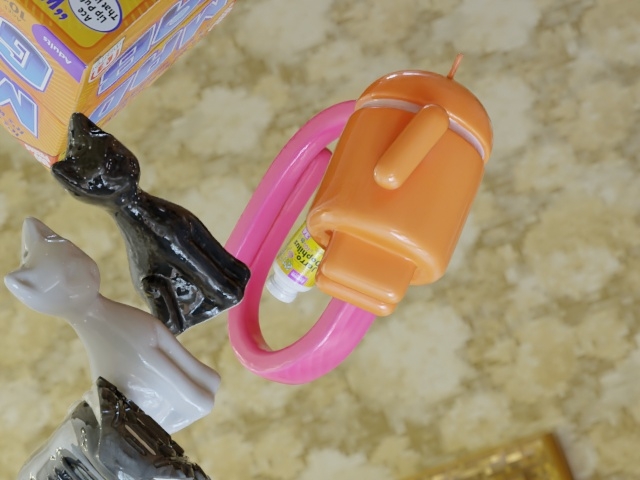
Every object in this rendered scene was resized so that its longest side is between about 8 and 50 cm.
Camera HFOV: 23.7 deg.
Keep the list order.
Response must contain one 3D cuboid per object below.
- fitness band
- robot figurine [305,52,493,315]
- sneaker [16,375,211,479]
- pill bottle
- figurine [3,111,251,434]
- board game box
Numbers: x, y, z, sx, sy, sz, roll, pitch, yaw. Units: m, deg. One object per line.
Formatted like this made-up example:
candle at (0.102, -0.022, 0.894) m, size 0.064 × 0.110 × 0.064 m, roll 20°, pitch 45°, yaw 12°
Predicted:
fitness band at (0.000, 0.000, 1.487) m, size 0.054 × 0.291 × 0.209 m, roll 24°, pitch -171°, yaw -38°
robot figurine at (0.069, -0.050, 1.270) m, size 0.158 × 0.128 × 0.219 m, roll 45°, pitch -118°, yaw -48°
sneaker at (-0.151, 0.164, 1.029) m, size 0.100 × 0.108 × 0.271 m, roll 45°, pitch 162°, yaw -2°
pill bottle at (-0.014, 0.016, 1.376) m, size 0.043 × 0.083 × 0.043 m, roll 32°, pitch -158°, yaw -15°
figurine at (-0.164, 0.029, 1.240) m, size 0.209 × 0.092 × 0.215 m, roll 53°, pitch -149°, yaw -30°
board game box at (-0.316, -0.372, 1.885) m, size 0.356 × 0.356 × 0.356 m, roll 44°, pitch 156°, yaw 0°
